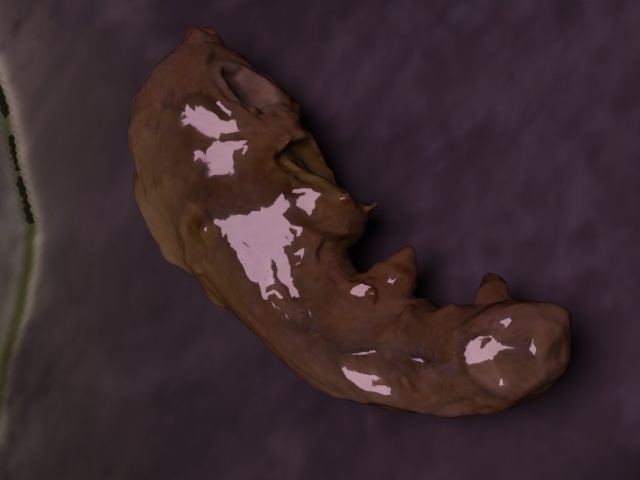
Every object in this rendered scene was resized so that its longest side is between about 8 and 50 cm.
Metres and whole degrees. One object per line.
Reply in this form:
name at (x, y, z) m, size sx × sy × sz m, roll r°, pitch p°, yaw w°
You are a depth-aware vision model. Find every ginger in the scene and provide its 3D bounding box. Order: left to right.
ginger at (-0.001, 0.004, 0.517) m, size 0.173 × 0.051 × 0.069 m, roll 39°, pitch 103°, yaw 21°
